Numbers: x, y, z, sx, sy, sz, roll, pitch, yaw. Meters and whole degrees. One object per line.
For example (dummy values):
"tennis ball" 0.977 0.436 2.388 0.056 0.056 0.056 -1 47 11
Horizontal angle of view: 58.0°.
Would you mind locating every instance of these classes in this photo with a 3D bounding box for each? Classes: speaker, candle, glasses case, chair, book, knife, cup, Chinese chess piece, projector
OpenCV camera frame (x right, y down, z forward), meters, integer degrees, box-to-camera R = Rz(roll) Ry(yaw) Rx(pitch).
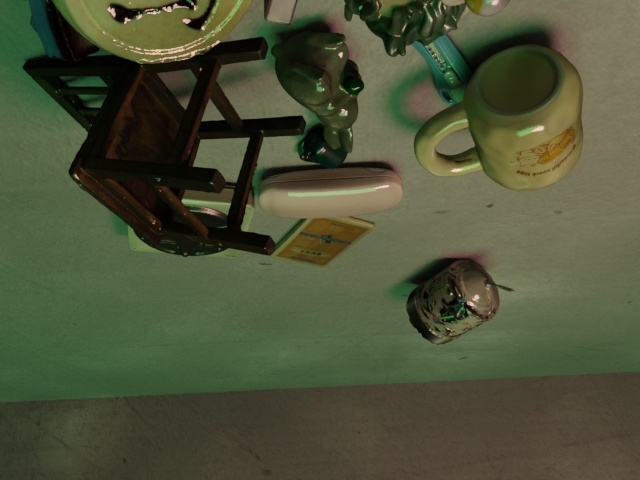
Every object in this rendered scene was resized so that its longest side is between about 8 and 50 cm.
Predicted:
"speaker" -0.001 -0.174 1.082 0.075 0.060 0.094 25 176 -41
"candle" 0.385 0.153 1.560 0.187 0.187 0.330 12 147 -24
"glasses case" 0.020 -0.096 1.190 0.297 0.075 0.113 -2 152 2
"chair" -0.263 -0.130 0.844 0.416 0.240 0.203 2 154 21
"book" 0.000 0.001 1.427 0.170 0.018 0.242 13 148 -26
"knife" 0.192 -0.278 0.913 0.064 0.031 0.222 -20 146 27
"cup" 0.292 -0.199 0.949 0.255 0.173 0.202 6 159 28
"Chinese chess piece" -0.188 -0.323 0.655 0.250 0.101 0.250 -22 150 -13
"projector" -0.291 -0.036 1.276 0.257 0.079 0.259 5 152 -15

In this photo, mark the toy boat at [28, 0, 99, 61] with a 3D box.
"toy boat" -0.334 -0.333 0.731 0.097 0.100 0.223 34 144 8

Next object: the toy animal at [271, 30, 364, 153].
"toy animal" 0.012 -0.238 0.924 0.138 0.108 0.236 21 172 18

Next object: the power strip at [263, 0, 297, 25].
"power strip" -0.024 -0.374 0.642 0.037 0.109 0.279 4 151 -15

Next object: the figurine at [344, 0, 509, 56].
"figurine" 0.116 -0.350 0.580 0.186 0.261 0.382 -20 165 -16
